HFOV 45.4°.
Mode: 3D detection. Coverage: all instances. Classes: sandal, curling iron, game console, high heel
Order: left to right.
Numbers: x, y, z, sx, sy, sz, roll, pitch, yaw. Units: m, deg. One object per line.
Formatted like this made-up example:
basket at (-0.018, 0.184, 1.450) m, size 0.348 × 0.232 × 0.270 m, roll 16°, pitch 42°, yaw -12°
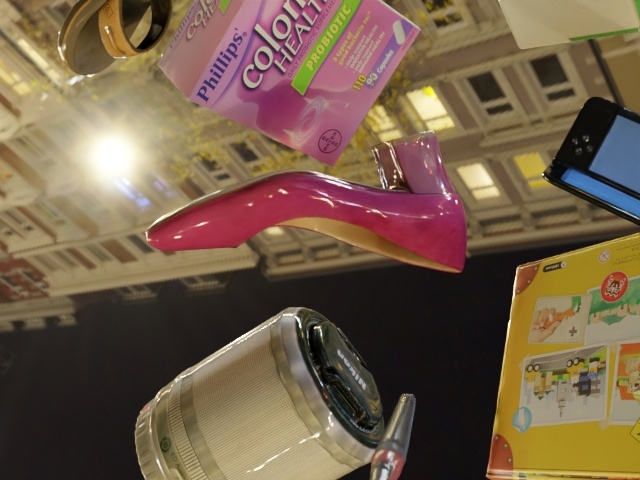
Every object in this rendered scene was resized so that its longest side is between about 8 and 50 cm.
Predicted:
sandal at (-0.161, -0.203, 0.680) m, size 0.219 × 0.060 × 0.090 m, roll -31°, pitch -179°, yaw 38°
high heel at (0.000, 0.000, 0.886) m, size 0.377 × 0.181 × 0.127 m, roll -17°, pitch -175°, yaw -13°
curling iron at (0.073, 0.212, 0.700) m, size 0.035 × 0.068 × 0.274 m, roll -64°, pitch -179°, yaw 16°
game console at (0.233, -0.051, 0.550) m, size 0.122 × 0.071 × 0.107 m, roll 29°, pitch -101°, yaw 14°

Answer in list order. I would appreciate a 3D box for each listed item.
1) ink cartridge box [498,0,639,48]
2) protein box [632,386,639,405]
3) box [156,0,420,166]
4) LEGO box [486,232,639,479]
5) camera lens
ink cartridge box at (0.296, -0.282, 0.746) m, size 0.208 × 0.086 × 0.153 m, roll -40°, pitch -156°, yaw -21°
protein box at (0.449, 0.173, 0.704) m, size 0.200 × 0.201 × 0.136 m, roll -34°, pitch -177°, yaw -11°
box at (-0.037, -0.243, 0.959) m, size 0.213 × 0.243 × 0.117 m, roll -56°, pitch -138°, yaw 14°
LEGO box at (0.499, 0.188, 1.102) m, size 0.500 × 0.193 × 0.372 m, roll -23°, pitch -133°, yaw 57°
camera lens at (-0.072, 0.233, 0.998) m, size 0.274 × 0.219 × 0.219 m, roll -32°, pitch -143°, yaw 14°
